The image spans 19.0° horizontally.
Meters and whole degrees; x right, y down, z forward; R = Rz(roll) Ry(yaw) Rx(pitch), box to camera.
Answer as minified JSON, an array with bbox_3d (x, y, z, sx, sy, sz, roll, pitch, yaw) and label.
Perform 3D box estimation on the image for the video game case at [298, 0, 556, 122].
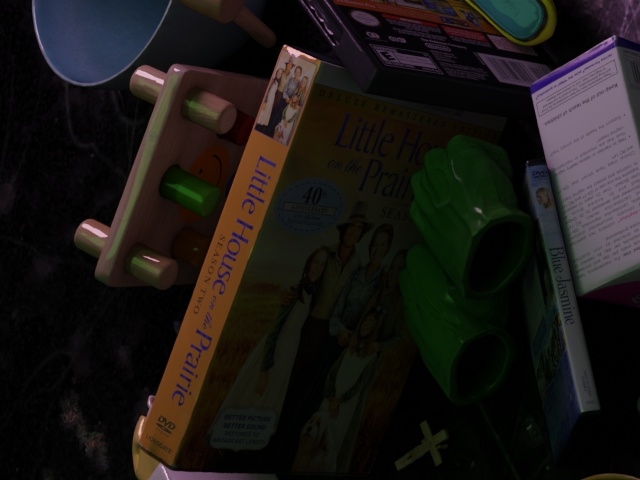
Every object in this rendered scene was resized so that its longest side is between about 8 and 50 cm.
[{"bbox_3d":[0.098,-0.215,1.895,0.035,0.275,0.248,-58,46,29],"label":"video game case"}]

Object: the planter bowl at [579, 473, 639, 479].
[{"bbox_3d":[0.285,0.320,1.712,0.217,0.090,0.217,-13,72,46],"label":"planter bowl"}]

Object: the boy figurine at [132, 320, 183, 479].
[{"bbox_3d":[-0.149,0.241,2.194,0.177,0.092,0.285,16,94,47],"label":"boy figurine"}]

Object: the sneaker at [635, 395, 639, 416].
[{"bbox_3d":[0.372,0.155,1.666,0.224,0.083,0.098,33,100,46],"label":"sneaker"}]

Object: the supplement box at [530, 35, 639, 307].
[{"bbox_3d":[0.289,-0.060,1.777,0.114,0.111,0.220,-30,60,39],"label":"supplement box"}]

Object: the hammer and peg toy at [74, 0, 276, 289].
[{"bbox_3d":[-0.114,-0.117,2.134,0.127,0.266,0.361,26,100,24],"label":"hammer and peg toy"}]

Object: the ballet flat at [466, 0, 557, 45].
[{"bbox_3d":[0.156,-0.285,1.948,0.231,0.077,0.077,47,116,13],"label":"ballet flat"}]

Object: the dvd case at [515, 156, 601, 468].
[{"bbox_3d":[0.217,0.072,1.810,0.180,0.022,0.253,92,169,-68],"label":"dvd case"}]

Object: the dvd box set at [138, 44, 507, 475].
[{"bbox_3d":[0.010,0.034,1.912,0.062,0.308,0.420,28,102,40],"label":"dvd box set"}]

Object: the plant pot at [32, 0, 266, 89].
[{"bbox_3d":[-0.178,-0.305,2.268,0.290,0.195,0.290,-13,72,45],"label":"plant pot"}]

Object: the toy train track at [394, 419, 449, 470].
[{"bbox_3d":[0.108,0.217,1.983,0.083,0.014,0.048,-40,62,41],"label":"toy train track"}]

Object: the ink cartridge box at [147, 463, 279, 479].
[{"bbox_3d":[-0.131,0.383,2.083,0.232,0.171,0.168,-57,47,22],"label":"ink cartridge box"}]

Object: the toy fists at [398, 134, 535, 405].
[{"bbox_3d":[0.140,0.023,1.860,0.279,0.096,0.142,93,153,-44],"label":"toy fists"}]
